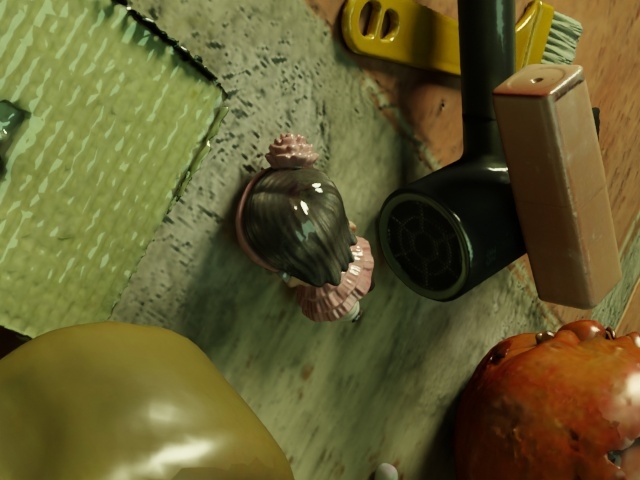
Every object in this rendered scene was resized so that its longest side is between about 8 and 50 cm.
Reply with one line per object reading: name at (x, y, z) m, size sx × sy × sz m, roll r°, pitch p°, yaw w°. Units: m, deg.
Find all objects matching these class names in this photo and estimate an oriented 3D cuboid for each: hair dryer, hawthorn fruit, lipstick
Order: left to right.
hair dryer at (0.125, -0.107, 0.644) m, size 0.195 × 0.078 × 0.248 m, roll -28°, pitch 125°, yaw -37°
lipstick at (0.144, -0.031, 0.610) m, size 0.045 × 0.045 × 0.145 m, roll -38°, pitch 123°, yaw -34°
hawthorn fruit at (0.202, 0.203, 0.777) m, size 0.211 × 0.211 × 0.299 m, roll -20°, pitch 120°, yaw -45°

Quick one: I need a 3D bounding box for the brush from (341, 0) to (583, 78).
brush at (0.100, -0.123, 0.671) m, size 0.272 × 0.013 × 0.103 m, roll 3°, pitch 102°, yaw -50°

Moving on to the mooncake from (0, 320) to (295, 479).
mooncake at (-0.128, 0.147, 0.412) m, size 0.234 × 0.117 × 0.235 m, roll -29°, pitch 142°, yaw -25°

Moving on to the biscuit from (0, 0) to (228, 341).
biscuit at (-0.145, -0.053, 0.375) m, size 0.250 × 0.046 × 0.147 m, roll 34°, pitch 81°, yaw -52°

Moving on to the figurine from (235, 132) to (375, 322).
figurine at (0.000, 0.000, 0.569) m, size 0.072 × 0.054 × 0.129 m, roll -62°, pitch 143°, yaw -17°

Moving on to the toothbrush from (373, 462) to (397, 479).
toothbrush at (0.037, 0.282, 0.759) m, size 0.024 × 0.018 × 0.257 m, roll -17°, pitch 118°, yaw -49°
